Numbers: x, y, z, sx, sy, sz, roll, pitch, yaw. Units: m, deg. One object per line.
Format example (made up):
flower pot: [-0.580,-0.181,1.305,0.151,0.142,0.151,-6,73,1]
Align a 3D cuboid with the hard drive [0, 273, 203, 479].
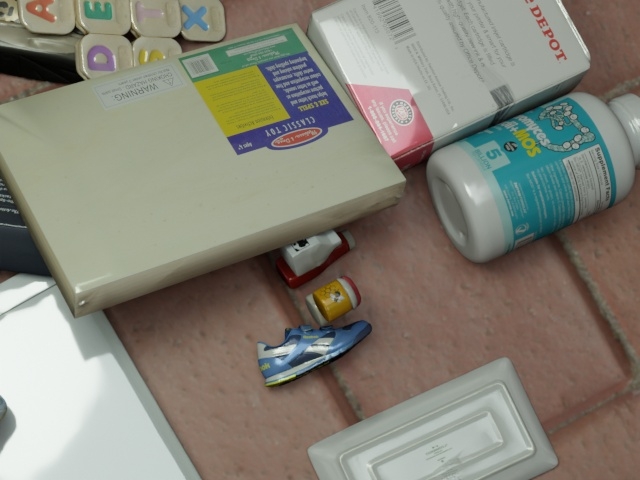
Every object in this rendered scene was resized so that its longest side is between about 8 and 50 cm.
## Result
hard drive: [-0.303,0.217,1.758,0.233,0.047,0.353,-30,82,-12]

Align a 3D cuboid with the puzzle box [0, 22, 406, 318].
puzzle box: [-0.142,-0.090,1.742,0.409,0.052,0.272,-19,58,-23]

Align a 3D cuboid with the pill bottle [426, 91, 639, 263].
pill bottle: [0.270,-0.085,1.844,0.264,0.146,0.146,-23,81,-12]

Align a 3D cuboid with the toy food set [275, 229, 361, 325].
toy food set: [0.000,0.000,1.802,0.104,0.111,0.232,-29,52,-12]

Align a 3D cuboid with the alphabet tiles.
alphabet tiles: [-0.232,-0.323,1.828,0.278,0.021,0.284,-1,84,-37]

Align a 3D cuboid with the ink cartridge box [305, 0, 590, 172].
ink cartridge box: [0.151,-0.223,1.876,0.283,0.117,0.207,-25,81,-11]

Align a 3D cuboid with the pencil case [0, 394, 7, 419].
pencil case: [-0.447,0.261,1.667,0.113,0.124,0.273,30,92,-29]

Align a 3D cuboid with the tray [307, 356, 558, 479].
tray: [0.134,0.251,1.809,0.270,0.030,0.145,-23,82,-11]

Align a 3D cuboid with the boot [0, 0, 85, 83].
boot: [-0.420,-0.361,1.832,0.377,0.138,0.284,13,77,-7]

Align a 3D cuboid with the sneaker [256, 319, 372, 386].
sneaker: [-0.009,0.120,1.812,0.144,0.053,0.059,-23,79,-12]

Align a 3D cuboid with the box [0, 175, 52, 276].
box: [-0.349,-0.052,1.767,0.156,0.093,0.158,8,53,-4]
